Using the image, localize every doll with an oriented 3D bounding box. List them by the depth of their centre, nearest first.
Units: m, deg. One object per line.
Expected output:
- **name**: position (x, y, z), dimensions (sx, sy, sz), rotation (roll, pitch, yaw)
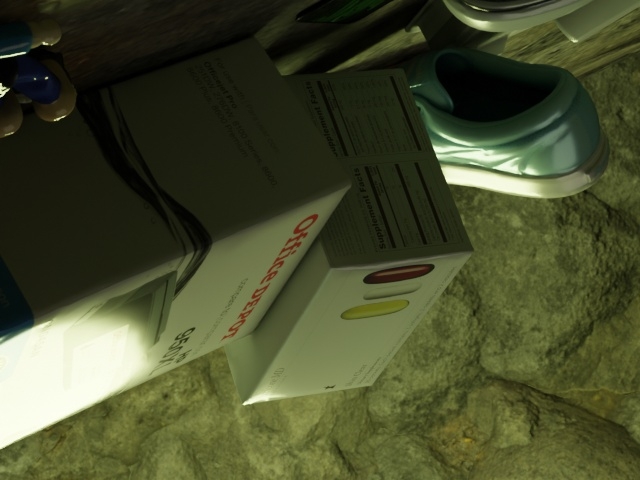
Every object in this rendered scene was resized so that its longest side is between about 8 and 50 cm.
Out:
- **doll**: position (-0.205, -0.098, 0.984), dimensions (0.129, 0.046, 0.189), rotation (-17, 173, 14)

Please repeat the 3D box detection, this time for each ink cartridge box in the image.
- **ink cartridge box**: position (-0.207, 0.023, 1.390), dimensions (0.395, 0.166, 0.285), rotation (-24, 162, -32)

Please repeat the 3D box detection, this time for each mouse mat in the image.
- **mouse mat**: position (0.080, -0.228, 1.448), dimensions (0.190, 0.007, 0.152), rotation (-26, 177, 21)

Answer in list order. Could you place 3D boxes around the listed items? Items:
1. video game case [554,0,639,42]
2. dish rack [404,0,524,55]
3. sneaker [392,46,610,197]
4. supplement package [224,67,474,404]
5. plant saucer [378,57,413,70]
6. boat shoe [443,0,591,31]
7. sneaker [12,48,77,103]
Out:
- **video game case**: position (0.351, -0.296, 1.269), dimensions (0.300, 0.036, 0.329), rotation (-48, -168, -36)
- **dish rack**: position (0.261, -0.267, 1.669), dimensions (0.333, 0.072, 0.285), rotation (-24, 177, -13)
- **sneaker**: position (0.098, -0.139, 1.683), dimensions (0.366, 0.150, 0.135), rotation (3, -129, 22)
- **supplement package**: position (0.000, 0.000, 1.598), dimensions (0.145, 0.204, 0.262), rotation (-6, 151, -25)
- **plant saucer**: position (-0.004, -0.132, 1.993), dimensions (0.258, 0.047, 0.259), rotation (-23, 177, -40)
- **boat shoe**: position (0.209, -0.263, 1.094), dimensions (0.335, 0.121, 0.119), rotation (-37, 169, 5)
- **sneaker**: position (-0.183, -0.109, 1.126), dimensions (0.031, 0.035, 0.083), rotation (-14, -167, -31)
